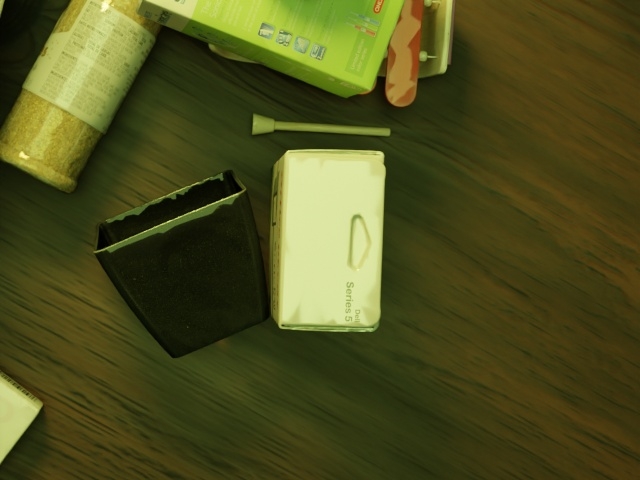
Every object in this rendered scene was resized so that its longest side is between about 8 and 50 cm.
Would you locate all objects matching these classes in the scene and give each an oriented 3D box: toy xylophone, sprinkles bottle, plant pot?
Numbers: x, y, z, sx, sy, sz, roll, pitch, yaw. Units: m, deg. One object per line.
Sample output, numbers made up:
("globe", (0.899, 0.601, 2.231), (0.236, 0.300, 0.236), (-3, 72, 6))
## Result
("toy xylophone", (0.013, -0.251, 1.434), (0.323, 0.081, 0.236), (-3, 90, -5))
("sprinkles bottle", (-0.275, -0.237, 1.386), (0.121, 0.121, 0.355), (28, 87, -5))
("plant pot", (-0.156, 0.033, 1.376), (0.188, 0.187, 0.167), (-24, 105, -5))

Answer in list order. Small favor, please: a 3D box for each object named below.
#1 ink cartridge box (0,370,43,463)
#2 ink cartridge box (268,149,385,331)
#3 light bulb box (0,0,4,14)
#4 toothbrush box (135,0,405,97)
("ink cartridge box", (-0.491, 0.243, 1.399), (0.189, 0.066, 0.232), (38, 82, -4))
("ink cartridge box", (0.000, 0.000, 1.335), (0.115, 0.273, 0.198), (2, 89, -5))
("light bulb box", (-0.571, -0.209, 1.263), (0.361, 0.225, 0.357), (15, 88, -22))
("toothbrush box", (-0.047, -0.315, 1.310), (0.283, 0.122, 0.206), (20, 88, -14))
